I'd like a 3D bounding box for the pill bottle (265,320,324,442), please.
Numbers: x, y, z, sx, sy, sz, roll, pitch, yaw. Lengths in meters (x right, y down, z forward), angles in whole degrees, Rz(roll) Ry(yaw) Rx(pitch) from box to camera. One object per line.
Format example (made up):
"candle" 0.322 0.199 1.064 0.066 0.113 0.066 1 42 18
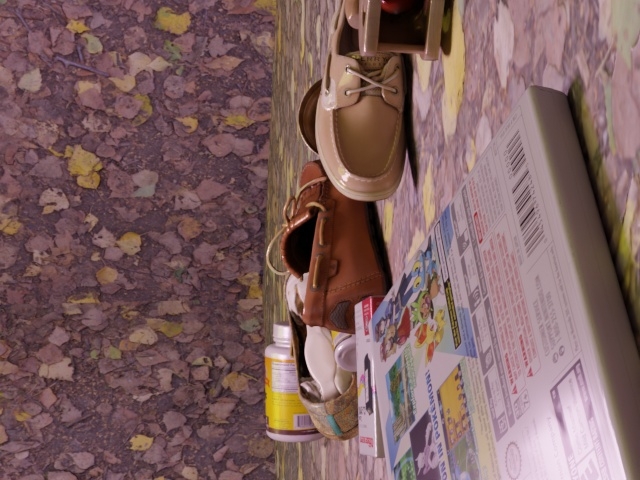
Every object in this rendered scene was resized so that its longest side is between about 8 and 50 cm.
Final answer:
"pill bottle" -0.045 0.261 2.418 0.117 0.117 0.215 -148 58 -83

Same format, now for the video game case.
"video game case" 0.120 0.108 0.910 0.300 0.036 0.329 120 152 -45

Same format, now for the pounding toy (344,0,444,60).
"pounding toy" 0.050 -0.270 1.296 0.269 0.155 0.154 102 170 -64

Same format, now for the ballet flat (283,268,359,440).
"ballet flat" 0.002 0.126 1.918 0.123 0.123 0.348 97 166 -53

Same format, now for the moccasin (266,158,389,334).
"moccasin" 0.000 0.003 1.830 0.380 0.147 0.139 -99 10 -52

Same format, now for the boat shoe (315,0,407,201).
"boat shoe" 0.052 -0.188 1.543 0.098 0.109 0.302 97 175 -59

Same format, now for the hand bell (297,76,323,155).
"hand bell" 0.047 -0.118 1.716 0.242 0.126 0.126 70 -164 -71

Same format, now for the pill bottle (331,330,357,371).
"pill bottle" 0.046 0.121 1.806 0.116 0.065 0.065 -97 9 -48

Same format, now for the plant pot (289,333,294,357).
"plant pot" -0.007 0.152 2.256 0.083 0.082 0.081 -80 -4 -47

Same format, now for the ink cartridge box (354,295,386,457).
"ink cartridge box" 0.083 0.153 1.438 0.127 0.072 0.175 131 138 -80
